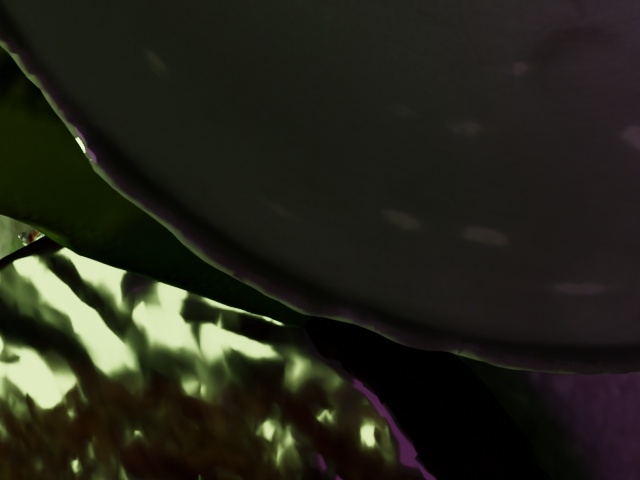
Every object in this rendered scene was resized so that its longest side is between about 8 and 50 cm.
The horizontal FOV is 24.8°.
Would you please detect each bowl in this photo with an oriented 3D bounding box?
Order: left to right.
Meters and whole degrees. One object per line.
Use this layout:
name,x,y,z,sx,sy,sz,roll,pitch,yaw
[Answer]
bowl,0.055,-0.138,0.357,0.146,0.313,0.313,-119,28,-73

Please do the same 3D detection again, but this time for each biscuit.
biscuit,-0.042,0.184,0.635,0.407,0.091,0.407,11,106,41

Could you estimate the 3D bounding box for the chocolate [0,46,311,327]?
chocolate,-0.131,-0.135,0.490,0.137,0.289,0.301,-52,45,15

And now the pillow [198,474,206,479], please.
pillow,0.014,0.185,0.461,0.229,0.050,0.148,30,138,51

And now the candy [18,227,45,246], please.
candy,-0.155,0.032,0.796,0.030,0.020,0.083,7,103,46

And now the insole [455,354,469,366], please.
insole,0.000,0.000,0.615,0.193,0.006,0.065,52,135,28
